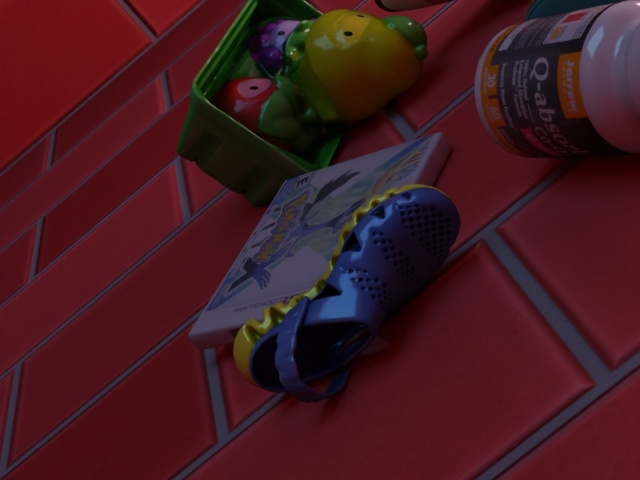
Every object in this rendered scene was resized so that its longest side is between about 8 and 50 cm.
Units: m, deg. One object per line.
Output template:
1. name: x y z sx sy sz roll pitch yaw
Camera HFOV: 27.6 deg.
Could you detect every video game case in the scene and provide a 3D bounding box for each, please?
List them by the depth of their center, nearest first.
1. video game case: 0.000 0.000 1.747 0.300 0.036 0.329 -15 33 41

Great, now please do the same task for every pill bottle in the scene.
1. pill bottle: 0.306 -0.173 1.412 0.162 0.162 0.278 -49 22 -19

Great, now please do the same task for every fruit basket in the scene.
1. fruit basket: -0.021 -0.269 2.072 0.392 0.283 0.392 -53 9 13

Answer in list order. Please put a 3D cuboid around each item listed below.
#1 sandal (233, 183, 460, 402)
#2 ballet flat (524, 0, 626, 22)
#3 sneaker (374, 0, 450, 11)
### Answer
1. sandal: 0.042 0.073 1.467 0.317 0.126 0.138 -48 24 6
2. ballet flat: 0.415 -0.318 1.600 0.349 0.123 0.123 -22 28 43
3. sneaker: 0.224 -0.415 2.016 0.270 0.090 0.145 -17 18 -18
